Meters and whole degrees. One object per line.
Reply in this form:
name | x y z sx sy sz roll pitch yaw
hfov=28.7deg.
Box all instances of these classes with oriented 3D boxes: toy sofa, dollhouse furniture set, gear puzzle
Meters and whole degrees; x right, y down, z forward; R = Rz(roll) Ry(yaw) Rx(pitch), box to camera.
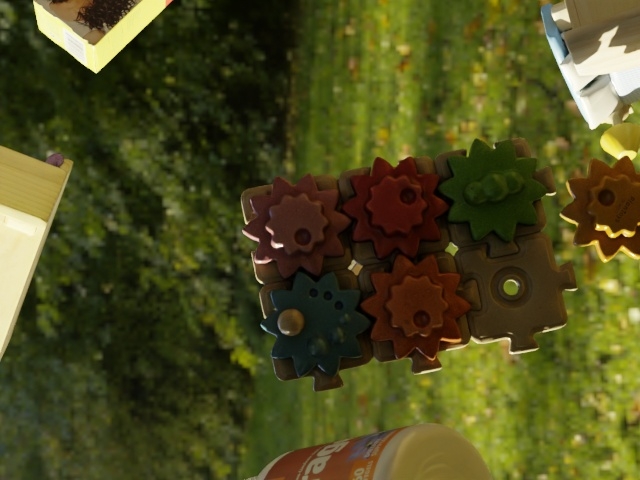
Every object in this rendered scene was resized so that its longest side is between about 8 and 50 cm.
toy sofa | -0.451 0.039 1.614 0.177 0.150 0.362 -87 20 -58
dollhouse furniture set | 0.351 -0.184 1.111 0.303 0.287 0.198 53 -154 -48
gear puzzle | 0.114 0.008 0.984 0.044 0.339 0.175 90 169 -83

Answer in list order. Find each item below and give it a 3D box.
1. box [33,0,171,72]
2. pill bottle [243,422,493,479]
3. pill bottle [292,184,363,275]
box | -0.187 -0.285 1.310 0.232 0.087 0.058 -50 -10 -22
pill bottle | 0.020 0.213 0.955 0.216 0.121 0.121 -22 65 45
pill bottle | 0.000 0.000 1.106 0.067 0.120 0.067 -50 -13 -16
